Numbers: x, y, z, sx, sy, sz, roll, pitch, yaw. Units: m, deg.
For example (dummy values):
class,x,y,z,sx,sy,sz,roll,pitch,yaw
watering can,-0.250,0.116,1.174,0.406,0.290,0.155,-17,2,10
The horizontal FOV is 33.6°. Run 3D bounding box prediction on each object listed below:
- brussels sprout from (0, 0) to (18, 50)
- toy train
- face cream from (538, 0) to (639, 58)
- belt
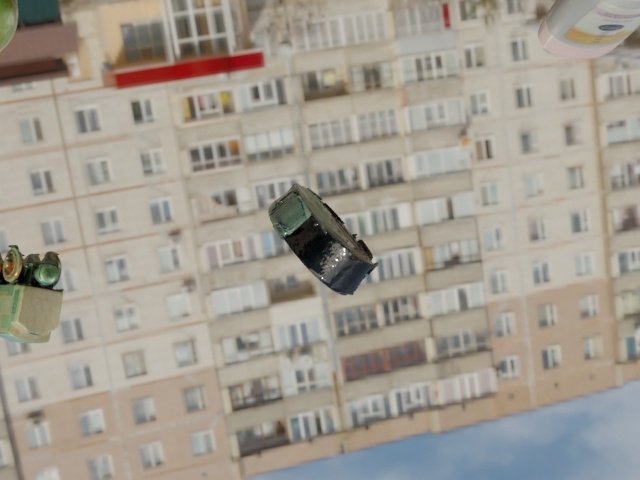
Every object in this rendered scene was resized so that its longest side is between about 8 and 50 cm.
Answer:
class,x,y,z,sx,sy,sz,roll,pitch,yaw
brussels sprout,-0.380,-0.235,1.073,0.155,0.155,0.117,-8,-140,4
toy train,-0.411,0.071,1.395,0.081,0.125,0.194,17,167,-42
face cream,0.248,-0.205,0.923,0.084,0.057,0.198,-1,174,1
belt,0.000,0.000,1.184,0.058,0.140,0.105,-44,164,13
